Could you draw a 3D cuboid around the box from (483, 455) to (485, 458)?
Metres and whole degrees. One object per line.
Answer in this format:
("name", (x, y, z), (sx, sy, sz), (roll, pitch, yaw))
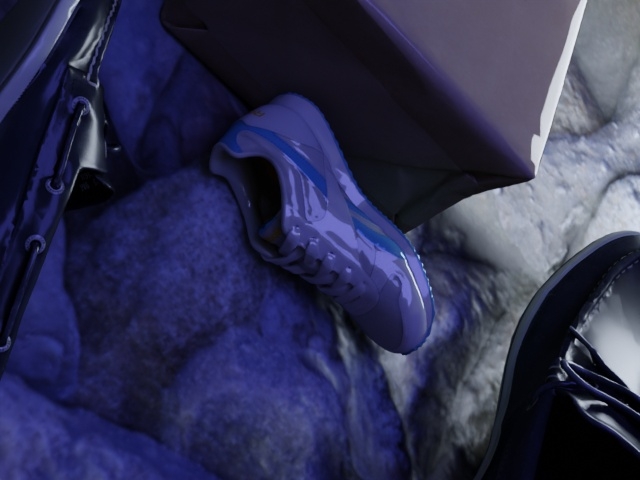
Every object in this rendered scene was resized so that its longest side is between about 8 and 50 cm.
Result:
("box", (0.184, 0.202, 1.178), (0.083, 0.018, 0.067), (56, 45, -8))

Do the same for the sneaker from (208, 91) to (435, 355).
("sneaker", (0.000, 0.000, 1.058), (0.092, 0.087, 0.228), (-36, 91, -39))

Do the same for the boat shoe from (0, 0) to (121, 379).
("boat shoe", (-0.187, -0.041, 0.861), (0.113, 0.127, 0.340), (37, 52, -27))

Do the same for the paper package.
("paper package", (0.069, -0.224, 1.158), (0.309, 0.168, 0.325), (42, 47, -22))

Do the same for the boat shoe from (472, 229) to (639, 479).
("boat shoe", (0.222, 0.177, 1.099), (0.187, 0.156, 0.500), (46, 52, -14))
